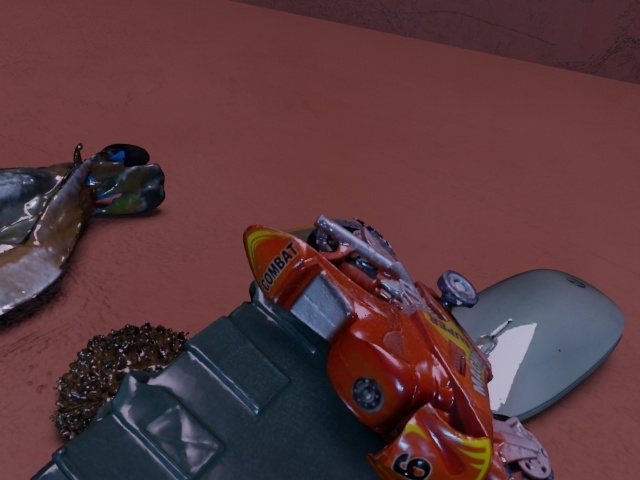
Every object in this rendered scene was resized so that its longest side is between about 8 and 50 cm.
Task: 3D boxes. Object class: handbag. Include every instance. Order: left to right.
[{"bbox_3d":[-0.027,0.161,0.548,0.238,0.089,0.326,44,40,7],"label":"handbag"}]

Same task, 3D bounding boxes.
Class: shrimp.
[{"bbox_3d":[-0.355,-0.017,0.799,0.221,0.110,0.445,32,39,21],"label":"shrimp"}]

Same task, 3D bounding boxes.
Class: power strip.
[{"bbox_3d":[0.000,0.000,0.958,0.178,0.028,0.049,-13,38,-36],"label":"power strip"}]

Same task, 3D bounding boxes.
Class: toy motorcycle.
[{"bbox_3d":[0.067,0.093,0.545,0.171,0.089,0.298,-13,57,-46],"label":"toy motorcycle"}]

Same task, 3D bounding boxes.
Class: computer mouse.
[{"bbox_3d":[0.244,0.103,0.804,0.288,0.097,0.159,-15,41,-39],"label":"computer mouse"}]

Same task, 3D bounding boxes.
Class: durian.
[{"bbox_3d":[-0.150,0.124,0.633,0.188,0.092,0.148,-6,35,-31],"label":"durian"}]
